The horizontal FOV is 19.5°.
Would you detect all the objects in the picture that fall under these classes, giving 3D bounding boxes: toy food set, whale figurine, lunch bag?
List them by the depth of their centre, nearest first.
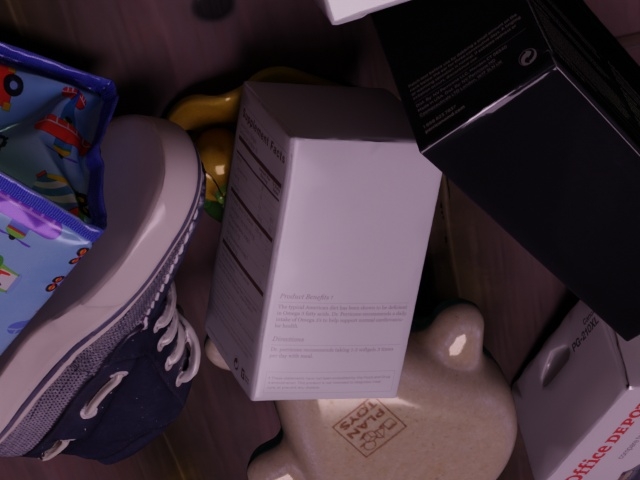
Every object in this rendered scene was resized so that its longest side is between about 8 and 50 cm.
[{"bbox_3d":[-0.306,-0.041,1.143,0.293,0.138,0.221,23,132,-25],"label":"lunch bag"},{"bbox_3d":[-0.003,-0.038,1.269,0.218,0.071,0.128,15,130,-30],"label":"toy food set"},{"bbox_3d":[0.025,0.102,1.388,0.216,0.141,0.272,-40,126,12],"label":"whale figurine"}]

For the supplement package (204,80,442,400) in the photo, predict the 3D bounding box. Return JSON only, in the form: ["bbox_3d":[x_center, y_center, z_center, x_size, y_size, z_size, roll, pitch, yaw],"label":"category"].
[{"bbox_3d":[0.000,0.000,1.192,0.105,0.105,0.179,2,113,-22],"label":"supplement package"}]

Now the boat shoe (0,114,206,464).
[{"bbox_3d":[-0.137,0.042,1.295,0.158,0.127,0.340,11,141,-35],"label":"boat shoe"}]

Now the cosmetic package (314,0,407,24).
[{"bbox_3d":[0.083,-0.321,0.842,0.284,0.097,0.377,-18,113,-6],"label":"cosmetic package"}]

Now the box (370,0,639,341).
[{"bbox_3d":[0.147,-0.079,1.185,0.103,0.184,0.261,-32,136,20],"label":"box"}]

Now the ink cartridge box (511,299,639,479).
[{"bbox_3d":[0.298,0.124,1.502,0.237,0.100,0.172,4,144,-21],"label":"ink cartridge box"}]
